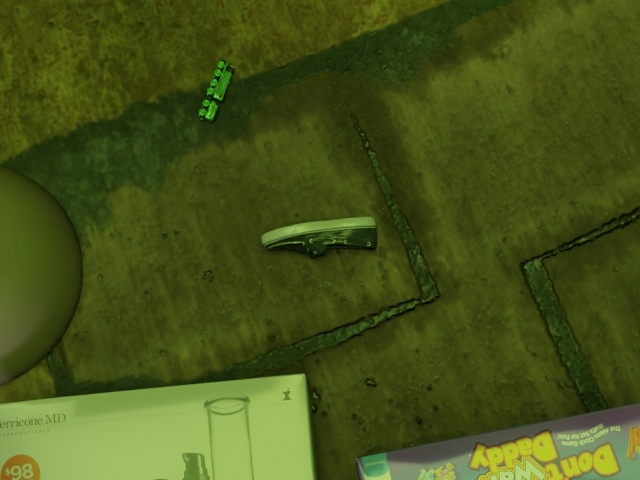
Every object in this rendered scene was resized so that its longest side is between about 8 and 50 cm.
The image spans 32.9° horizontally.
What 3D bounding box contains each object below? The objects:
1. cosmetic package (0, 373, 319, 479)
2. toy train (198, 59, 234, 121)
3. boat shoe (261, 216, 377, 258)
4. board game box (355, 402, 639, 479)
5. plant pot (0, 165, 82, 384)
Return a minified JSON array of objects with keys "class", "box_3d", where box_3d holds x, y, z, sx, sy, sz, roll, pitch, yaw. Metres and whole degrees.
[{"class":"cosmetic package","box_3d":[-0.187,0.312,1.228,0.377,0.097,0.284,-6,75,1]},{"class":"toy train","box_3d":[-0.131,-0.188,1.368,0.024,0.017,0.083,21,79,-4]},{"class":"boat shoe","box_3d":[0.000,0.000,1.309,0.142,0.049,0.040,-8,79,-2]},{"class":"board game box","box_3d":[0.214,0.239,1.157,0.347,0.233,0.078,-11,78,0]},{"class":"plant pot","box_3d":[-0.436,0.025,1.246,0.284,0.191,0.284,0,78,1]}]
